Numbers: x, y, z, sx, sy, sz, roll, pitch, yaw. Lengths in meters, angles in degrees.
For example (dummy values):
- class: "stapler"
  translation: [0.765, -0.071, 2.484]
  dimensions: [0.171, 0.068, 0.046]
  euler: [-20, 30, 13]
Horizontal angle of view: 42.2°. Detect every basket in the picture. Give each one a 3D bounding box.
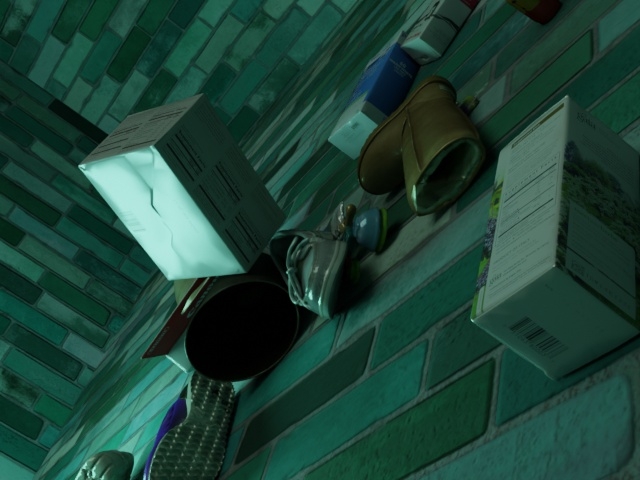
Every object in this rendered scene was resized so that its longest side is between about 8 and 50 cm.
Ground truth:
- class: "basket"
  translation: [-0.122, 0.112, 1.424]
  dimensions: [0.204, 0.154, 0.227]
  euler: [-39, 13, 13]

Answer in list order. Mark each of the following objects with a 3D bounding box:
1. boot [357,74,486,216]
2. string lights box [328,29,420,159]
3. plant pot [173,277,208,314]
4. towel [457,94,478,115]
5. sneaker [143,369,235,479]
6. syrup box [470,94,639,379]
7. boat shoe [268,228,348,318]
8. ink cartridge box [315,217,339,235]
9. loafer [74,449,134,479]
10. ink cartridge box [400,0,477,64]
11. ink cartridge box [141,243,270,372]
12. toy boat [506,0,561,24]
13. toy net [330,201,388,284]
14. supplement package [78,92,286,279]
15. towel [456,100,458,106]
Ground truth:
- class: "boot"
  translation: [0.134, -0.112, 1.221]
  dimensions: [0.236, 0.089, 0.270]
  euler: [-58, 16, 26]
- class: "string lights box"
  translation: [0.121, -0.308, 1.747]
  dimensions: [0.133, 0.076, 0.260]
  euler: [-34, 25, 54]
- class: "plant pot"
  translation: [-0.234, 0.071, 1.765]
  dimensions: [0.237, 0.109, 0.237]
  euler: [-48, -16, -18]
- class: "towel"
  translation: [0.214, -0.192, 1.304]
  dimensions: [0.083, 0.009, 0.060]
  euler: [-51, 13, 10]
- class: "sneaker"
  translation: [-0.223, 0.341, 1.331]
  dimensions: [0.146, 0.102, 0.293]
  euler: [-52, 9, 27]
- class: "syrup box"
  translation: [0.208, -0.011, 0.716]
  dimensions: [0.096, 0.093, 0.237]
  euler: [-43, 18, 41]
- class: "boat shoe"
  translation: [-0.023, 0.039, 1.278]
  dimensions: [0.320, 0.103, 0.118]
  euler: [-114, 35, -77]
- class: "ink cartridge box"
  translation: [0.000, 0.000, 1.519]
  dimensions: [0.083, 0.028, 0.048]
  euler: [-39, 21, 49]
- class: "loafer"
  translation: [-0.481, 0.558, 1.682]
  dimensions: [0.319, 0.112, 0.111]
  euler: [-52, -22, 12]
- class: "ink cartridge box"
  translation: [0.242, -0.442, 1.691]
  dimensions: [0.151, 0.063, 0.109]
  euler: [-56, 14, -6]
- class: "ink cartridge box"
  translation: [-0.198, 0.123, 1.618]
  dimensions: [0.296, 0.066, 0.261]
  euler: [-54, -9, 3]
- class: "toy boat"
  translation: [0.362, -0.464, 1.164]
  dimensions: [0.318, 0.148, 0.267]
  euler: [-48, 15, 24]
- class: "toy net"
  translation: [0.055, 0.001, 1.324]
  dimensions: [0.232, 0.045, 0.122]
  euler: [-148, 64, -79]
- class: "supplement package"
  translation: [-0.224, -0.081, 1.373]
  dimensions: [0.204, 0.262, 0.145]
  euler: [-6, 37, 40]
- class: "towel"
  translation: [0.181, -0.207, 1.419]
  dimensions: [0.113, 0.023, 0.152]
  euler: [-50, 14, 14]
